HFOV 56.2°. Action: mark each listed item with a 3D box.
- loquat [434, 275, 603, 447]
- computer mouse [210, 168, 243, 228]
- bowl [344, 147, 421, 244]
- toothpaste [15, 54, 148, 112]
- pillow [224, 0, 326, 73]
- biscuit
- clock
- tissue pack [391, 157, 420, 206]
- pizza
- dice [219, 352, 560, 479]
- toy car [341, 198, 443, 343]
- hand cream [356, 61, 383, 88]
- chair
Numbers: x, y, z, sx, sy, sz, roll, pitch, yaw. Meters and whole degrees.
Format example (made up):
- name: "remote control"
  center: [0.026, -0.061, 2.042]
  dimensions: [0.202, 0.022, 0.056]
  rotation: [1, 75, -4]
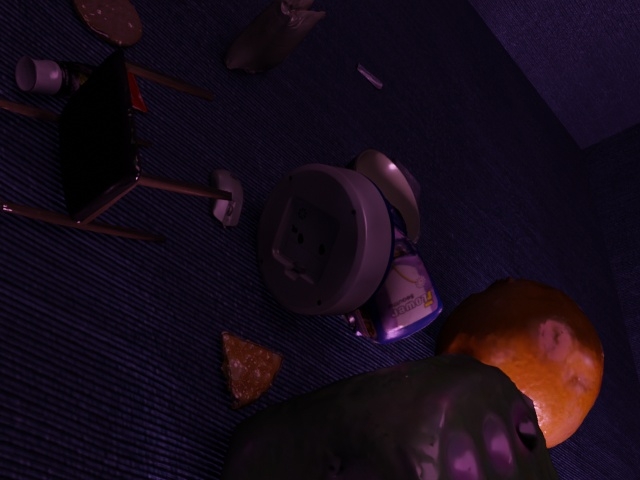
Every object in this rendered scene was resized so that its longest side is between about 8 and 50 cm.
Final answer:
- name: "loquat"
  center: [0.384, 0.236, 1.173]
  dimensions: [0.328, 0.328, 0.328]
  rotation: [30, 47, -38]
- name: "computer mouse"
  center: [-0.146, -0.069, 0.948]
  dimensions: [0.056, 0.032, 0.110]
  rotation: [24, 51, -40]
- name: "bowl"
  center: [0.096, -0.064, 1.178]
  dimensions: [0.211, 0.112, 0.211]
  rotation: [29, 48, -37]
- name: "toothpaste"
  center: [-0.318, -0.217, 0.823]
  dimensions: [0.193, 0.045, 0.071]
  rotation: [-9, 76, -59]
- name: "pillow"
  center: [-0.084, -0.378, 1.096]
  dimensions: [0.078, 0.181, 0.134]
  rotation: [57, 36, -3]
- name: "biscuit"
  center: [-0.325, -0.349, 0.917]
  dimensions: [0.120, 0.015, 0.120]
  rotation: [30, 47, -37]
- name: "clock"
  center: [0.000, 0.000, 0.917]
  dimensions: [0.083, 0.230, 0.230]
  rotation: [4, 65, -45]
- name: "tissue pack"
  center: [0.180, -0.099, 1.360]
  dimensions: [0.112, 0.051, 0.156]
  rotation: [45, 39, -28]
- name: "pizza"
  center: [-0.108, 0.171, 0.848]
  dimensions: [0.109, 0.026, 0.123]
  rotation: [56, 38, -5]
- name: "dice"
  center: [0.094, 0.327, 0.740]
  dimensions: [0.322, 0.330, 0.318]
  rotation: [2, 65, -49]
- name: "toy car"
  center: [0.103, 0.052, 0.999]
  dimensions: [0.235, 0.172, 0.158]
  rotation: [65, -10, -17]
- name: "hand cream"
  center: [0.125, -0.417, 1.527]
  dimensions: [0.093, 0.019, 0.030]
  rotation: [34, 46, -25]
- name: "chair"
  center: [-0.263, -0.111, 0.712]
  dimensions: [0.272, 0.166, 0.188]
  rotation: [8, 62, -49]
